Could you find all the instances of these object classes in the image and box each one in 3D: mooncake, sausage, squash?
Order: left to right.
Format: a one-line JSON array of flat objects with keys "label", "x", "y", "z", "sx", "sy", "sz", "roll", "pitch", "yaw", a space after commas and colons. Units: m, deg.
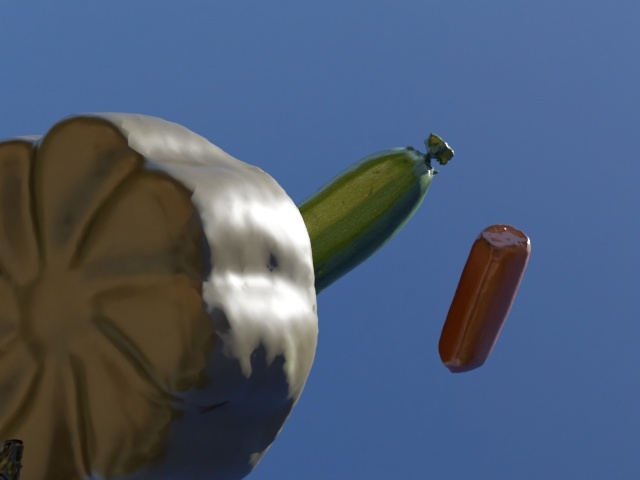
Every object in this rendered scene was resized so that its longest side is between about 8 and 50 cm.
[{"label": "mooncake", "x": -0.199, "y": 0.065, "z": 1.212, "sx": 0.378, "sy": 0.201, "sz": 0.378, "roll": -4, "pitch": -99, "yaw": 30}, {"label": "squash", "x": 0.000, "y": 0.000, "z": 1.442, "sx": 0.378, "sy": 0.101, "sz": 0.101, "roll": -39, "pitch": -136, "yaw": -18}, {"label": "sausage", "x": 0.122, "y": 0.048, "z": 0.986, "sx": 0.041, "sy": 0.039, "sz": 0.131, "roll": 50, "pitch": -43, "yaw": 39}]

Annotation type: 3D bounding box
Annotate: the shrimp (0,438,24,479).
[{"label": "shrimp", "x": -0.249, "y": 0.252, "z": 1.083, "sx": 0.051, "sy": 0.150, "sz": 0.217, "roll": 35, "pitch": -63, "yaw": 37}]
